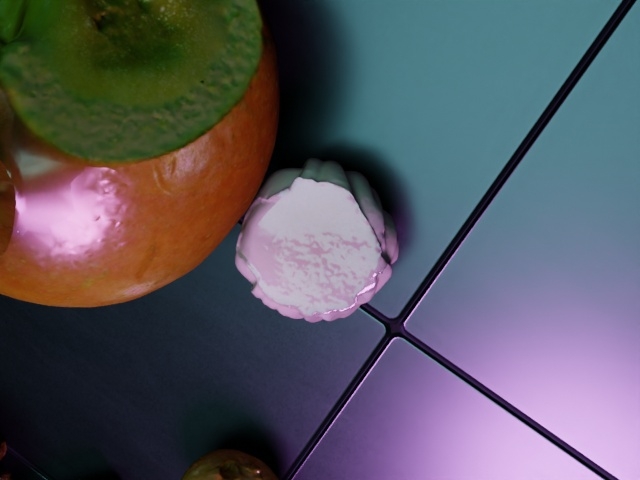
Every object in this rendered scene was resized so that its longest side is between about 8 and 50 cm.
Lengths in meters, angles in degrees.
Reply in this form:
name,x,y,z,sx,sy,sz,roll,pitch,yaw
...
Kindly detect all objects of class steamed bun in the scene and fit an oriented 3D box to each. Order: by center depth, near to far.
name,x,y,z,sx,sy,sz,roll,pitch,yaw
steamed bun,0.000,0.000,0.917,0.183,0.106,0.183,3,109,9

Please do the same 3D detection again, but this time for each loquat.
name,x,y,z,sx,sy,sz,roll,pitch,yaw
loquat,-0.109,0.328,1.028,0.141,0.141,0.141,5,106,16

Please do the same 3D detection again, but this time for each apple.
name,x,y,z,sx,sy,sz,roll,pitch,yaw
apple,-0.233,-0.127,0.812,0.374,0.374,0.384,13,113,14

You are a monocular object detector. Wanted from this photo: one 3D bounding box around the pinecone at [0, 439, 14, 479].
name,x,y,z,sx,sy,sz,roll,pitch,yaw
pinecone,-0.558,0.325,1.126,0.272,0.224,0.224,11,108,10
